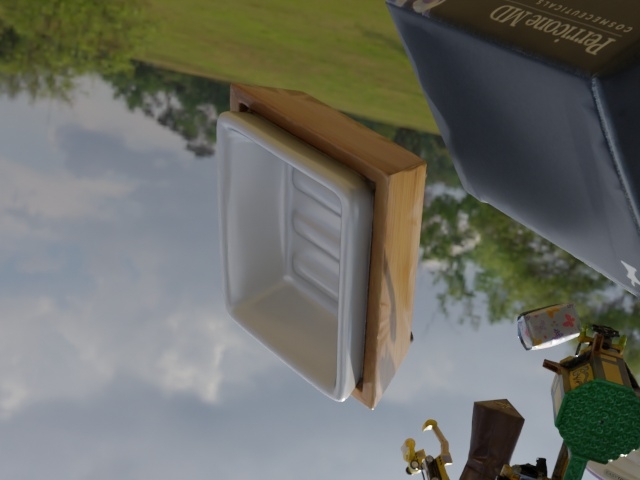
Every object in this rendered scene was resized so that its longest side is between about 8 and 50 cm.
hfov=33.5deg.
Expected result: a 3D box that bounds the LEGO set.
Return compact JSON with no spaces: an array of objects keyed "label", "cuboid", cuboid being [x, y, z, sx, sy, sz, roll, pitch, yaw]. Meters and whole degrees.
[{"label":"LEGO set","cuboid":[0.291,0.193,0.819,0.331,0.255,0.192,8,-164,7]}]

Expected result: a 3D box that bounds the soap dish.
[{"label":"soap dish","cuboid":[0.000,0.000,1.101,0.118,0.291,0.229,-26,-136,-34]}]

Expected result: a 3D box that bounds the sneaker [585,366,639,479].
[{"label":"sneaker","cuboid":[0.441,0.235,1.150,0.305,0.152,0.114,19,-171,13]}]

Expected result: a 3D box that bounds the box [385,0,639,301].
[{"label":"box","cuboid":[0.305,-0.174,0.824,0.395,0.212,0.293,-34,-149,-9]}]

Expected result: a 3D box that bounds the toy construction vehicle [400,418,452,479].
[{"label":"toy construction vehicle","cuboid":[0.122,0.259,1.178,0.035,0.086,0.098,-3,-125,-15]}]

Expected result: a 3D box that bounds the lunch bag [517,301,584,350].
[{"label":"lunch bag","cuboid":[0.289,0.110,1.352,0.071,0.053,0.083,-16,167,1]}]

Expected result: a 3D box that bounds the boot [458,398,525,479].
[{"label":"boot","cuboid":[0.193,0.221,1.063,0.106,0.114,0.037,14,-179,20]}]
